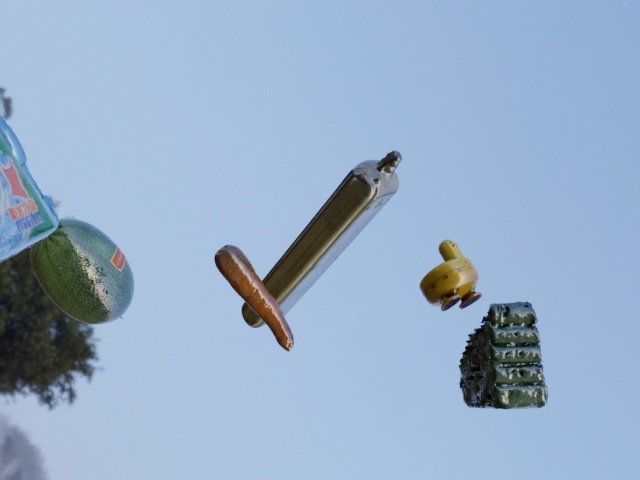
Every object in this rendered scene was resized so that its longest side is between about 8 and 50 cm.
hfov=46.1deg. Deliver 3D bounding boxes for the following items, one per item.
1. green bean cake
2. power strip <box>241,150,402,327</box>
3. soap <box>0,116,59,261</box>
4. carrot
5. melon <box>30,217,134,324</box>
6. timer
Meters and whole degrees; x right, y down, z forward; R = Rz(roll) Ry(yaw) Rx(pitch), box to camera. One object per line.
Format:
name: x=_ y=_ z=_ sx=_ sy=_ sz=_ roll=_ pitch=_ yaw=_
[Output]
green bean cake: x=0.330 y=0.223 z=1.415 sx=0.208 sy=0.107 sz=0.193 roll=126 pitch=-42 yaw=-74
power strip: x=0.000 y=0.000 z=1.160 sx=0.066 sy=0.092 sz=0.387 roll=48 pitch=-58 yaw=11
soap: x=-0.312 y=-0.034 z=0.588 sx=0.156 sy=0.077 sz=0.293 roll=62 pitch=11 yaw=-12
carrot: x=-0.094 y=0.087 z=1.127 sx=0.047 sy=0.047 sz=0.191 roll=-6 pitch=-57 yaw=56
melon: x=-0.508 y=0.076 z=1.634 sx=0.182 sy=0.182 sz=0.287 roll=25 pitch=-32 yaw=45
timer: x=0.225 y=0.065 z=1.337 sx=0.109 sy=0.107 sz=0.107 roll=62 pitch=-30 yaw=26
